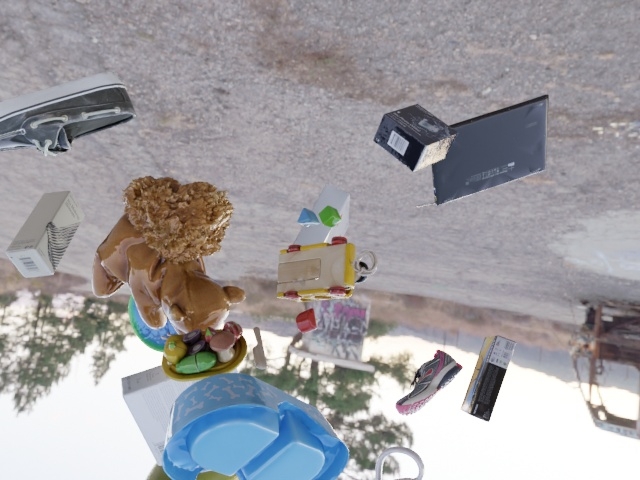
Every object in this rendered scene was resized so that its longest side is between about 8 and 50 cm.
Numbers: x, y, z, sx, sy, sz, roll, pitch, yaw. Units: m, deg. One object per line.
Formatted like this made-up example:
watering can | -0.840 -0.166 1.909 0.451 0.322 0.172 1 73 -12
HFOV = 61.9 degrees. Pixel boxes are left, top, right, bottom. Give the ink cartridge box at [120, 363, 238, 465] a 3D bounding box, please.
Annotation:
ink cartridge box | -0.292 0.379 1.218 0.239 0.274 0.060 -17 -142 -13

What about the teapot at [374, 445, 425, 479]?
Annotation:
teapot | 0.227 0.611 1.146 0.256 0.187 0.252 37 -156 -25

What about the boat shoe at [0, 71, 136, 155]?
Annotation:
boat shoe | -0.353 -0.150 0.694 0.220 0.070 0.078 -25 179 -11

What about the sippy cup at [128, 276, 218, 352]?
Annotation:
sippy cup | -0.414 0.197 1.618 0.240 0.305 0.224 22 -167 17

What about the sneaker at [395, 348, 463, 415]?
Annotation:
sneaker | 0.364 0.502 1.872 0.112 0.299 0.120 44 145 24

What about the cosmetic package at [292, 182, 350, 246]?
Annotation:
cosmetic package | 0.000 0.000 1.856 0.098 0.284 0.377 24 168 8

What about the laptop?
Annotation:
laptop | 0.508 -0.273 1.763 0.383 0.407 0.236 -19 -143 -5

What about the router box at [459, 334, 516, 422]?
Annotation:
router box | 0.367 0.302 1.176 0.046 0.178 0.133 21 170 10

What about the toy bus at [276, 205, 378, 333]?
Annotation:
toy bus | 0.018 0.057 0.948 0.104 0.190 0.202 20 -157 -48

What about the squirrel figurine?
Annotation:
squirrel figurine | -0.346 0.048 1.272 0.281 0.396 0.370 -7 -148 -37

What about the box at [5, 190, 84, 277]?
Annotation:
box | -0.818 -0.024 1.605 0.094 0.275 0.113 -6 133 7

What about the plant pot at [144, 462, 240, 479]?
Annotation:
plant pot | -0.394 0.721 1.506 0.275 0.274 0.293 7 169 6

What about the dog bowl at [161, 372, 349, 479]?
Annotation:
dog bowl | -0.089 0.283 0.759 0.297 0.166 0.074 39 -166 -38

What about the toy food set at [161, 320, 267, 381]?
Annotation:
toy food set | -0.223 0.209 1.086 0.218 0.128 0.071 -9 128 -1

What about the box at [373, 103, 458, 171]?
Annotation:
box | 0.260 -0.285 1.463 0.158 0.093 0.156 -26 -121 -39
